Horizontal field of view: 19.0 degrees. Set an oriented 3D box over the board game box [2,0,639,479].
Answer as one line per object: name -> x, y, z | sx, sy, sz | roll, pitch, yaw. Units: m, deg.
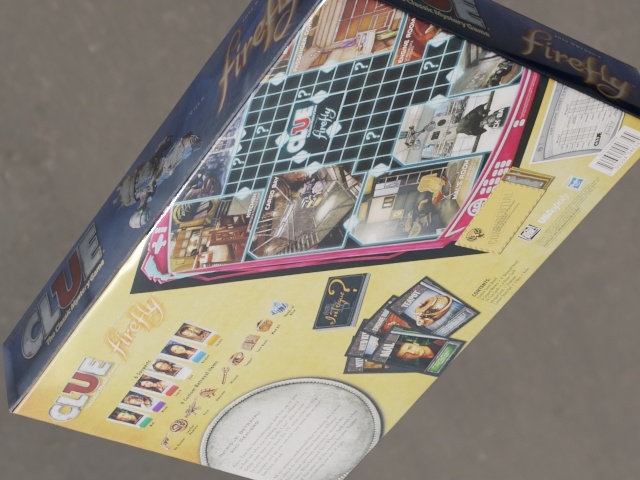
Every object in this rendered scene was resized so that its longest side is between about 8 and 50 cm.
board game box -> 0.000, 0.000, 0.782 | 0.165, 0.042, 0.243 | 20, 125, -31
